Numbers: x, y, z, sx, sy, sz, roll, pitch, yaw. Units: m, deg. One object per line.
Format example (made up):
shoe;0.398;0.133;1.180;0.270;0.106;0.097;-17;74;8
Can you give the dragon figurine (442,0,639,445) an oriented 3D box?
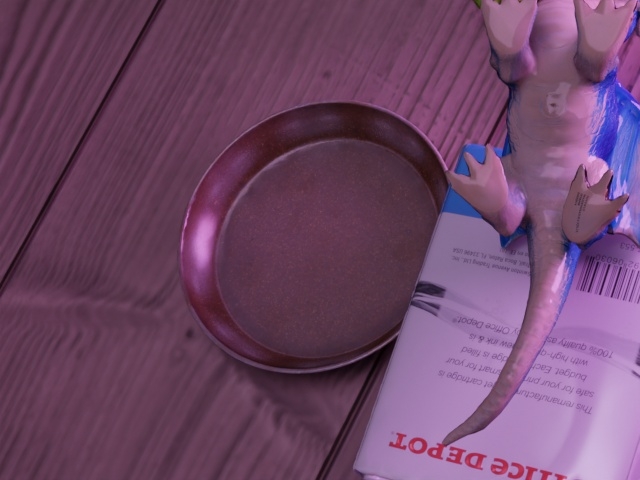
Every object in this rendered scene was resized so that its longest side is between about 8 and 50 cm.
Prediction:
dragon figurine;0.121;-0.040;0.890;0.085;0.144;0.289;2;83;18

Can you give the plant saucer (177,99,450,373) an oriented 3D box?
plant saucer;0.000;0.000;1.042;0.168;0.029;0.168;-7;66;17

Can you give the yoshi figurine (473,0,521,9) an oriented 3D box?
yoshi figurine;0.081;-0.241;1.031;0.362;0.203;0.203;5;78;20

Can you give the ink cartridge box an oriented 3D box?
ink cartridge box;0.118;0.059;0.941;0.139;0.082;0.191;12;73;25

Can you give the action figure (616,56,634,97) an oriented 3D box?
action figure;0.150;-0.097;1.029;0.038;0.030;0.115;-37;58;8
